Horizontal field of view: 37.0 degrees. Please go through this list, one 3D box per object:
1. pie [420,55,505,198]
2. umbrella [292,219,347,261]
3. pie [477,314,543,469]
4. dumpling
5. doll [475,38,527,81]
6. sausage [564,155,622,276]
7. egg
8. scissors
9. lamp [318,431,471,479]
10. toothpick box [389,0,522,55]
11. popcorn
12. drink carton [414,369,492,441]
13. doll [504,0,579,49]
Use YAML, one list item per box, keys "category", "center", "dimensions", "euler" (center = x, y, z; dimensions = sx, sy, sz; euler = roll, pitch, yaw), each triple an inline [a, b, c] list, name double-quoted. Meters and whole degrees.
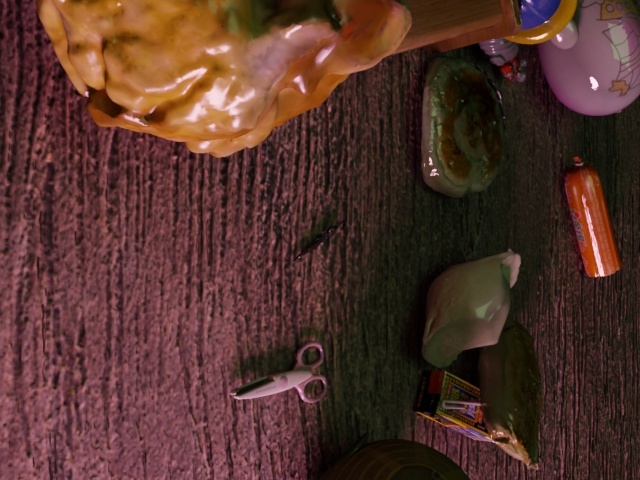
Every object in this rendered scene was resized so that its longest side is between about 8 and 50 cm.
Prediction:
- category: "pie"
  center: [0.225, -0.186, 1.548]
  dimensions: [0.240, 0.054, 0.241]
  euler: [3, 86, -46]
- category: "umbrella"
  center: [0.000, -0.003, 1.348]
  dimensions: [0.122, 0.013, 0.022]
  euler: [-34, 133, -41]
- category: "pie"
  center: [0.304, 0.238, 1.527]
  dimensions: [0.128, 0.068, 0.282]
  euler: [40, 32, -21]
- category: "dumpling"
  center: [0.234, 0.120, 1.512]
  dimensions: [0.166, 0.126, 0.216]
  euler: [74, 31, -50]
- category: "doll"
  center: [0.309, -0.330, 1.625]
  dimensions: [0.180, 0.079, 0.094]
  euler: [39, 54, -50]
- category: "sausage"
  center: [0.510, -0.050, 1.806]
  dimensions: [0.071, 0.071, 0.234]
  euler: [-31, 109, -40]
- category: "egg"
  center: [0.488, -0.358, 1.711]
  dimensions: [0.196, 0.196, 0.271]
  euler: [-21, 109, -43]
- category: "scissors"
  center: [-0.052, 0.188, 1.282]
  dimensions: [0.176, 0.022, 0.085]
  euler: [-8, 95, -47]
- category: "lamp"
  center: [0.094, 0.399, 1.293]
  dimensions: [0.250, 0.284, 0.250]
  euler: [7, 54, -9]
- category: "toothpick box"
  center: [0.112, -0.347, 1.363]
  dimensions: [0.308, 0.187, 0.190]
  euler: [-23, 105, -39]
- category: "popcorn"
  center: [-0.119, -0.281, 1.037]
  dimensions: [0.390, 0.344, 0.354]
  euler: [30, 33, -18]
- category: "drink carton"
  center: [0.224, 0.265, 1.524]
  dimensions: [0.165, 0.056, 0.071]
  euler: [30, 63, -39]
- category: "doll"
  center: [0.310, -0.448, 1.512]
  dimensions: [0.311, 0.159, 0.242]
  euler: [53, 40, 6]
